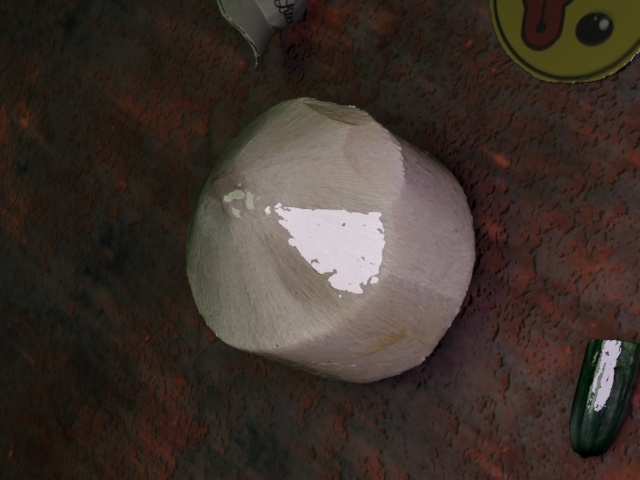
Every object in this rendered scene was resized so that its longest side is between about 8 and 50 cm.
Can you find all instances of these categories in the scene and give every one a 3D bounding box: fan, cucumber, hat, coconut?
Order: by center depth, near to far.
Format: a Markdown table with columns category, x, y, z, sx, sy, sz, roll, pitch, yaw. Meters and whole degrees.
| category | x | y | z | sx | sy | sz | roll | pitch | yaw |
| --- | --- | --- | --- | --- | --- | --- | --- | --- | --- |
| cucumber | 0.230 | 0.130 | 1.515 | 0.048 | 0.048 | 0.105 | 15 | 89 | 45 |
| coconut | 0.000 | 0.000 | 1.624 | 0.237 | 0.266 | 0.237 | -23 | 54 | 36 |
| fan | 0.208 | -0.253 | 1.677 | 0.335 | 0.011 | 0.230 | 5 | 82 | 43 |
| hat | -0.060 | -0.257 | 1.858 | 0.081 | 0.122 | 0.166 | -14 | 40 | 25 |
